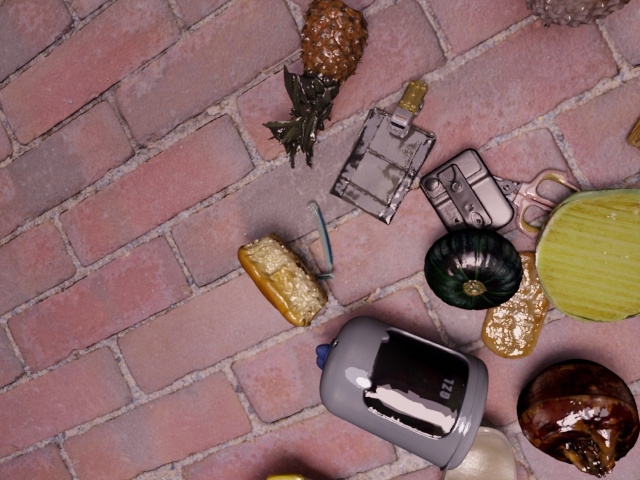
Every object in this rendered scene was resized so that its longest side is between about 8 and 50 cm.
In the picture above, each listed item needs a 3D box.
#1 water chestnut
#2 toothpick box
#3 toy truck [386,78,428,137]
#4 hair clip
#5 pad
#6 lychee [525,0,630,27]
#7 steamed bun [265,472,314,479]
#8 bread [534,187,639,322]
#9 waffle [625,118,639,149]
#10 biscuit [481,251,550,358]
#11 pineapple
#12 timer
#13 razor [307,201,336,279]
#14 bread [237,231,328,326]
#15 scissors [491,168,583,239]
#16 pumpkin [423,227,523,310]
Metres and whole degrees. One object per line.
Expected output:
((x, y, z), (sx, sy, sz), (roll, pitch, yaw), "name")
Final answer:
((0.512, 0.361, 0.859), (0.223, 0.238, 0.224), (3, 129, 4), "water chestnut")
((0.151, 0.313, 0.946), (0.354, 0.263, 0.263), (21, 98, 12), "toothpick box")
((0.194, -0.295, 0.955), (0.052, 0.063, 0.123), (27, 72, 10), "toy truck")
((0.356, 0.528, 0.964), (0.172, 0.113, 0.282), (7, 96, 13), "hair clip")
((0.142, -0.177, 1.011), (0.174, 0.022, 0.233), (30, 100, 10), "pad")
((0.500, -0.543, 0.771), (0.300, 0.300, 0.300), (1, 94, 13), "lychee")
((-0.042, 0.725, 0.972), (0.373, 0.334, 0.334), (31, 100, 10), "steamed bun")
((0.596, 0.032, 0.895), (0.301, 0.045, 0.302), (1, 98, 6), "bread")
((0.827, -0.231, 0.819), (0.348, 0.077, 0.304), (32, 99, 9), "waffle")
((0.442, 0.146, 0.959), (0.118, 0.029, 0.247), (16, 97, 12), "biscuit")
((-0.015, -0.341, 0.966), (0.165, 0.165, 0.365), (24, 100, 10), "pineapple")
((0.320, -0.091, 0.945), (0.144, 0.055, 0.187), (-33, 87, 24), "timer")
((0.003, 0.000, 1.049), (0.068, 0.037, 0.191), (-14, 86, 55), "razor")
((-0.087, 0.090, 1.012), (0.121, 0.174, 0.245), (-42, 85, -8), "bread")
((0.434, -0.104, 0.946), (0.317, 0.024, 0.160), (26, 99, 11), "scissors")
((0.321, 0.065, 0.908), (0.201, 0.140, 0.202), (6, 132, 7), "pumpkin")
